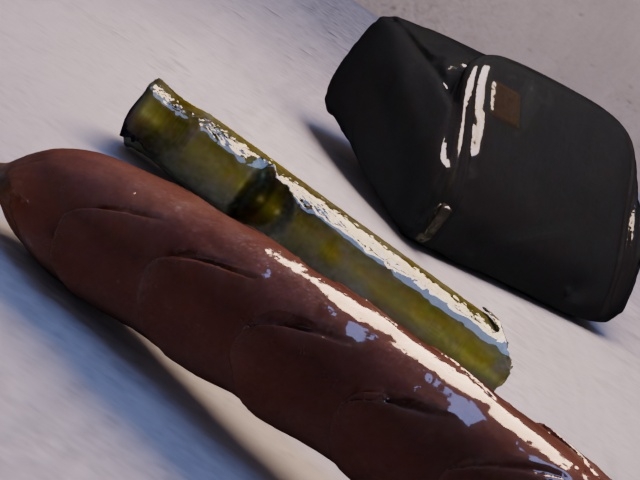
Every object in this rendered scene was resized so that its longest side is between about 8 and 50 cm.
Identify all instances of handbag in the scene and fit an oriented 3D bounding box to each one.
[{"bbox_3d":[0.181,-0.078,1.461,0.302,0.178,0.275,25,17,-31],"label":"handbag"}]

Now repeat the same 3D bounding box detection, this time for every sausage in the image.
[{"bbox_3d":[0.000,0.064,0.766,0.433,0.088,0.088,33,14,18],"label":"sausage"}]

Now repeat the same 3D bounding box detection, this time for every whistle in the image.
[{"bbox_3d":[0.001,-0.001,1.074,0.326,0.057,0.068,35,15,3],"label":"whistle"}]
